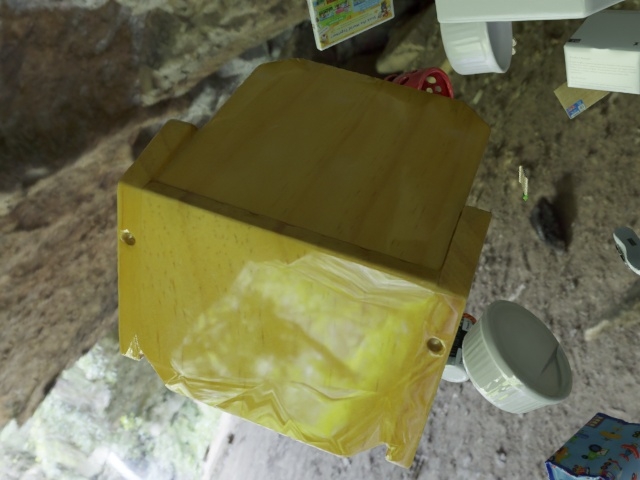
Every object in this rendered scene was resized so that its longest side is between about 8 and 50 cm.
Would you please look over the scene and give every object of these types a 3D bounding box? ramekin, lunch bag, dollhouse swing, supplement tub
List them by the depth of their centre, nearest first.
[{"bbox_3d":[0.000,0.000,0.752,0.305,0.346,0.315,-55,-21,-57],"label":"dollhouse swing"},{"bbox_3d":[0.592,0.542,1.326,0.220,0.294,0.138,-21,14,-37],"label":"lunch bag"},{"bbox_3d":[0.464,0.290,1.571,0.127,0.272,0.273,-49,15,36],"label":"ramekin"},{"bbox_3d":[0.438,-0.601,1.826,0.135,0.277,0.277,-3,49,31],"label":"ramekin"},{"bbox_3d":[0.410,0.318,1.958,0.117,0.116,0.191,-51,16,57],"label":"supplement tub"}]

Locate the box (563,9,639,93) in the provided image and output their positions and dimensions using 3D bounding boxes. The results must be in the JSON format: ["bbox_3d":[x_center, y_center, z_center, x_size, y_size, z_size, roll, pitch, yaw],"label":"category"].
[{"bbox_3d":[0.711,-0.457,1.563,0.182,0.180,0.119,-47,-45,-26],"label":"box"}]

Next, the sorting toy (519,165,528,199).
[{"bbox_3d":[0.540,-0.150,1.724,0.062,0.012,0.083,-92,-9,-50],"label":"sorting toy"}]

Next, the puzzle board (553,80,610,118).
[{"bbox_3d":[0.724,-0.413,1.804,0.011,0.097,0.128,-15,-16,-43],"label":"puzzle board"}]

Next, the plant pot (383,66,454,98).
[{"bbox_3d":[0.264,-0.397,1.879,0.174,0.191,0.191,7,65,40],"label":"plant pot"}]

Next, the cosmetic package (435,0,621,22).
[{"bbox_3d":[0.390,-0.604,1.084,0.329,0.394,0.327,-27,28,-27],"label":"cosmetic package"}]

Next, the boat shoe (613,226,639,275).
[{"bbox_3d":[0.953,0.048,1.983,0.229,0.080,0.076,-94,-12,-57],"label":"boat shoe"}]

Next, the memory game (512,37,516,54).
[{"bbox_3d":[0.554,-0.658,2.109,0.012,0.186,0.186,-53,5,-14],"label":"memory game"}]

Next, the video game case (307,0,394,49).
[{"bbox_3d":[0.071,-0.600,1.576,0.226,0.206,0.026,-29,43,-16],"label":"video game case"}]
